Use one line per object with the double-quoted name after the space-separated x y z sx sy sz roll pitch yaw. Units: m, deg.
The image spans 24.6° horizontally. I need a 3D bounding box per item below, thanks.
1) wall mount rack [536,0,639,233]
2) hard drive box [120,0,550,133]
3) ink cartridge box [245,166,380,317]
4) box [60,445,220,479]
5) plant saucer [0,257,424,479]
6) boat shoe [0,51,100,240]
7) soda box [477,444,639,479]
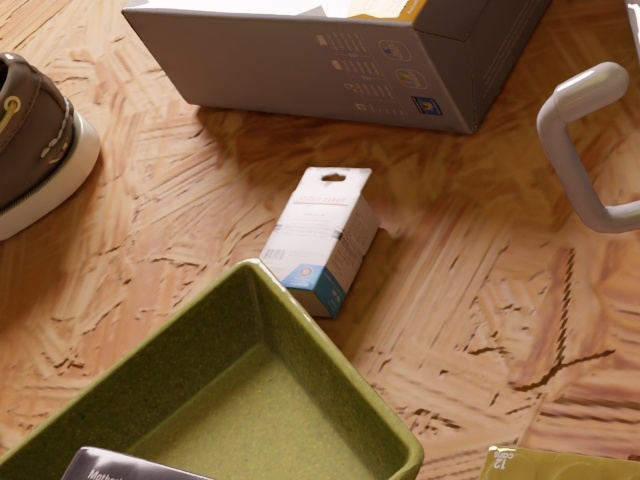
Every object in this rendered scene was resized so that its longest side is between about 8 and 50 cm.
0.244 -0.142 0.691 0.304 0.130 0.350 -18 41 16 "wall mount rack"
0.022 -0.168 0.905 0.232 0.089 0.181 9 57 40 "hard drive box"
0.000 0.000 0.808 0.048 0.028 0.083 4 55 37 "ink cartridge box"
0.015 0.256 0.471 0.395 0.097 0.318 9 59 29 "box"
-0.057 0.122 0.721 0.188 0.045 0.188 -39 41 -4 "plant saucer"
-0.294 -0.011 0.972 0.305 0.091 0.109 -35 41 1 "boat shoe"
0.145 0.127 0.567 0.181 0.058 0.061 1 53 35 "soda box"
